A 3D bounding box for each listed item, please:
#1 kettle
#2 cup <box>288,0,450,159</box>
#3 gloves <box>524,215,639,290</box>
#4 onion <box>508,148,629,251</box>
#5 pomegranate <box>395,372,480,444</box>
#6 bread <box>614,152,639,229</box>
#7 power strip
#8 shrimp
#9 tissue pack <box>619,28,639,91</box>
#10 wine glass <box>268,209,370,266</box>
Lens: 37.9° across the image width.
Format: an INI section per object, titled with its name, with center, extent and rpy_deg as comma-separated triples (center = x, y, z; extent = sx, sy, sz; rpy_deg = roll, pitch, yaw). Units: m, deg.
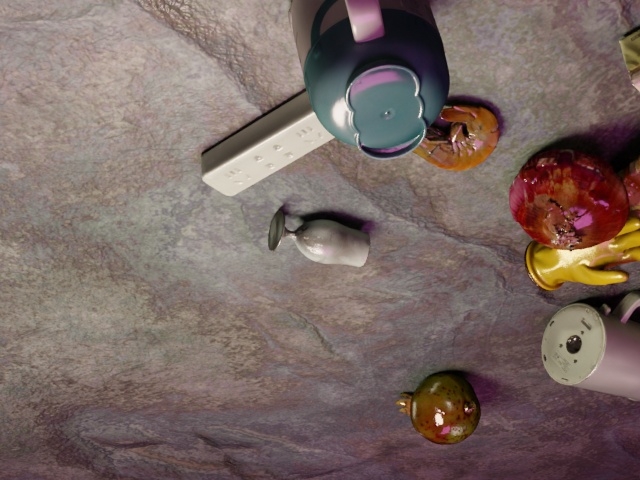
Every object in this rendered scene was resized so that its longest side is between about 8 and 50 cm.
[kettle]
center = 0.746, 0.261, 2.337
extent = 0.318, 0.265, 0.205
rpy_deg = 18, 170, -28
[cup]
center = 0.070, -0.299, 1.386
extent = 0.219, 0.257, 0.289
rpy_deg = -14, 144, 3
[gloves]
center = 0.568, 0.016, 1.931
extent = 0.133, 0.116, 0.294
rpy_deg = 44, 146, -15
[onion]
center = 0.472, -0.060, 1.803
extent = 0.230, 0.163, 0.230
rpy_deg = 21, 139, 20
[pomegranate]
center = 0.316, 0.450, 2.547
extent = 0.246, 0.198, 0.198
rpy_deg = 24, 157, 31
[bread]
center = 0.706, -0.118, 1.829
extent = 0.236, 0.198, 0.263
rpy_deg = 34, 153, -2
[power strip]
center = -0.052, -0.194, 1.676
extent = 0.385, 0.062, 0.091
rpy_deg = -27, 142, 28
[shrimp]
center = 0.222, -0.197, 1.713
extent = 0.249, 0.068, 0.150
rpy_deg = 7, 131, -25
[tissue pack]
center = 0.644, -0.312, 1.546
extent = 0.234, 0.125, 0.159
rpy_deg = -28, 138, 30
[wine glass]
center = 0.000, 0.000, 1.928
extent = 0.202, 0.093, 0.093
rpy_deg = 14, 140, -22
